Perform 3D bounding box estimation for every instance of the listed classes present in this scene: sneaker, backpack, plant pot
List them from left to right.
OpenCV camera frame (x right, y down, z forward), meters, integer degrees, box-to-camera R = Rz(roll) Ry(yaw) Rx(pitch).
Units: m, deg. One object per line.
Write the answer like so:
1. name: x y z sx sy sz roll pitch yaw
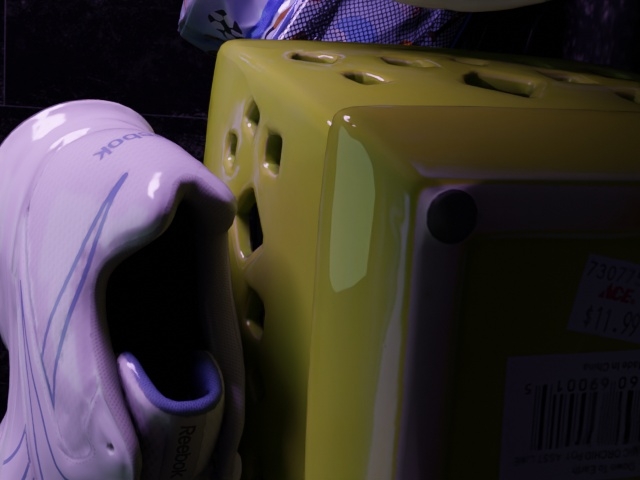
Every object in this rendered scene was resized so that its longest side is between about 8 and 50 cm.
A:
1. sneaker: -0.088 0.093 0.427 0.129 0.111 0.297 20 115 54
2. backpack: 0.032 -0.188 0.693 0.263 0.213 0.276 -52 16 -3
3. plant pot: 0.073 0.035 0.436 0.207 0.228 0.227 -139 51 -69

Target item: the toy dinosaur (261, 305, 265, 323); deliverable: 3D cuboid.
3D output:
1. toy dinosaur: 0.000 0.000 1.149 0.322 0.164 0.218 94 -171 -54

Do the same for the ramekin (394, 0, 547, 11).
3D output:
1. ramekin: 0.072 -0.247 0.419 0.127 0.272 0.273 -79 -1 -54
